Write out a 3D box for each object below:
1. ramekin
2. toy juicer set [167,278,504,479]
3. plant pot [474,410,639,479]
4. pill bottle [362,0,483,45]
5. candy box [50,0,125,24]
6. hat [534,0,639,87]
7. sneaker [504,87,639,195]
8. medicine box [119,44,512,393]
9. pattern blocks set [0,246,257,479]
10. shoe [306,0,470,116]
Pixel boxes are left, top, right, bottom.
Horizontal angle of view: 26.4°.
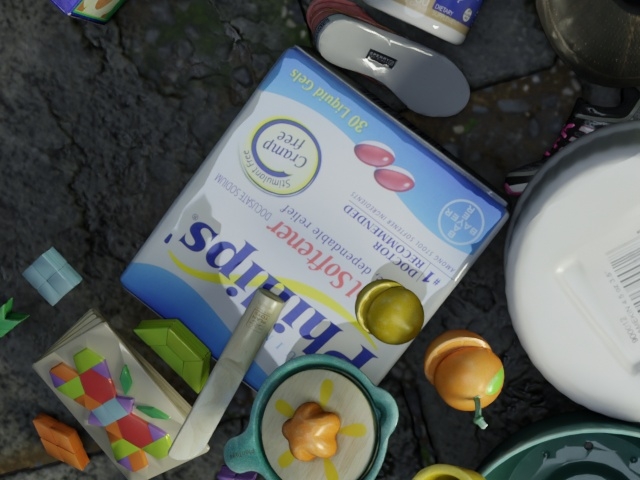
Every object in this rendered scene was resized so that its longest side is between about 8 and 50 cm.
[{"bbox_3d":[0.298,0.031,1.238,0.277,0.135,0.277,2,99,14],"label":"ramekin"},{"bbox_3d":[0.006,0.131,1.201,0.329,0.089,0.209,11,91,26],"label":"toy juicer set"},{"bbox_3d":[0.257,0.295,1.294,0.293,0.235,0.293,1,95,8],"label":"plant pot"},{"bbox_3d":[0.126,-0.293,1.313,0.112,0.112,0.186,25,99,5],"label":"pill bottle"},{"bbox_3d":[-0.223,-0.421,1.347,0.268,0.122,0.317,44,101,3],"label":"candy box"},{"bbox_3d":[0.305,-0.308,1.251,0.331,0.134,0.331,-14,131,-16],"label":"hat"},{"bbox_3d":[0.254,-0.099,1.342,0.170,0.063,0.075,-24,88,9],"label":"sneaker"},{"bbox_3d":[0.000,0.000,1.345,0.263,0.149,0.289,37,99,3],"label":"medicine box"},{"bbox_3d":[-0.204,0.166,1.380,0.325,0.026,0.285,40,132,1],"label":"pattern blocks set"},{"bbox_3d":[0.067,-0.187,1.360,0.178,0.081,0.063,23,114,-24],"label":"shoe"}]
